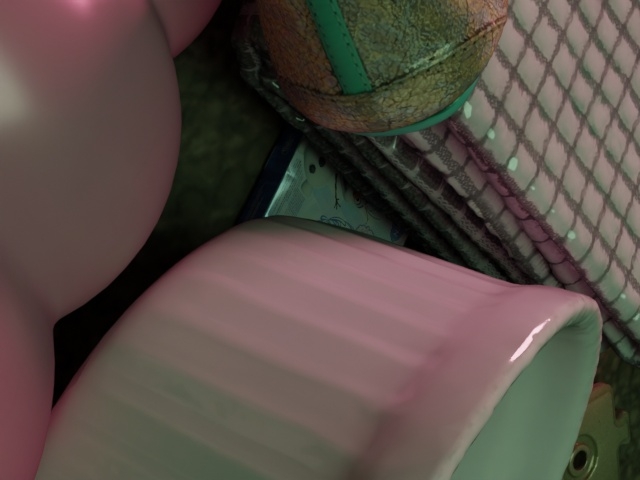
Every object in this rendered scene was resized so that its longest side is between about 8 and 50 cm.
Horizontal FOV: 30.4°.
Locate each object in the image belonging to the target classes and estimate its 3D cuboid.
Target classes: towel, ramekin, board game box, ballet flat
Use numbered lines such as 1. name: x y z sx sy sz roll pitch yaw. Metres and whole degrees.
1. towel: 0.107 -0.101 0.572 0.284 0.121 0.235 43 64 -36
2. ramekin: -0.008 0.124 0.467 0.277 0.135 0.277 -49 152 -37
3. board game box: 0.000 0.000 0.581 0.090 0.020 0.090 34 78 -38
4. ballet flat: 0.017 -0.185 0.414 0.106 0.107 0.316 50 30 -49

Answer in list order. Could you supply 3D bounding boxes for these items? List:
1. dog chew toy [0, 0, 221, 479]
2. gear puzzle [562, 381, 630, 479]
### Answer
1. dog chew toy: -0.139 -0.031 0.359 0.206 0.207 0.332 48 62 -35
2. gear puzzle: 0.148 0.181 0.722 0.175 0.044 0.339 -22 113 -33
